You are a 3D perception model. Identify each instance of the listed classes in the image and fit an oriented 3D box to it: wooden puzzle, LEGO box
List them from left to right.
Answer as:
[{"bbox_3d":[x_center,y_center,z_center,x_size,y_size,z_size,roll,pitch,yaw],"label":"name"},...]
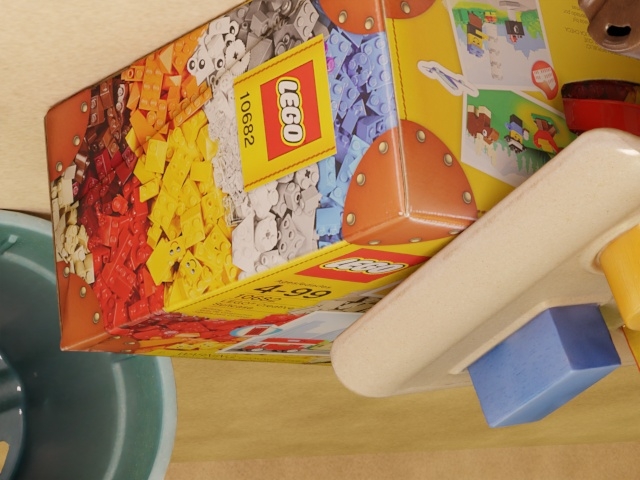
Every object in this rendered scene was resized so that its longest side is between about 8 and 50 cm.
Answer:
[{"bbox_3d":[0.104,-0.034,1.451,0.500,0.193,0.372,7,161,-42],"label":"LEGO box"},{"bbox_3d":[0.229,0.038,1.261,0.348,0.080,0.322,2,152,-34],"label":"wooden puzzle"}]

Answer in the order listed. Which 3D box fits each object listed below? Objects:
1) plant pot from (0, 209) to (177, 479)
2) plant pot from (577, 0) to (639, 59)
[{"bbox_3d":[-0.348,0.162,1.799,0.341,0.341,0.334,0,172,-24],"label":"plant pot"},{"bbox_3d":[0.252,-0.158,1.138,0.165,0.167,0.167,8,161,-24],"label":"plant pot"}]
